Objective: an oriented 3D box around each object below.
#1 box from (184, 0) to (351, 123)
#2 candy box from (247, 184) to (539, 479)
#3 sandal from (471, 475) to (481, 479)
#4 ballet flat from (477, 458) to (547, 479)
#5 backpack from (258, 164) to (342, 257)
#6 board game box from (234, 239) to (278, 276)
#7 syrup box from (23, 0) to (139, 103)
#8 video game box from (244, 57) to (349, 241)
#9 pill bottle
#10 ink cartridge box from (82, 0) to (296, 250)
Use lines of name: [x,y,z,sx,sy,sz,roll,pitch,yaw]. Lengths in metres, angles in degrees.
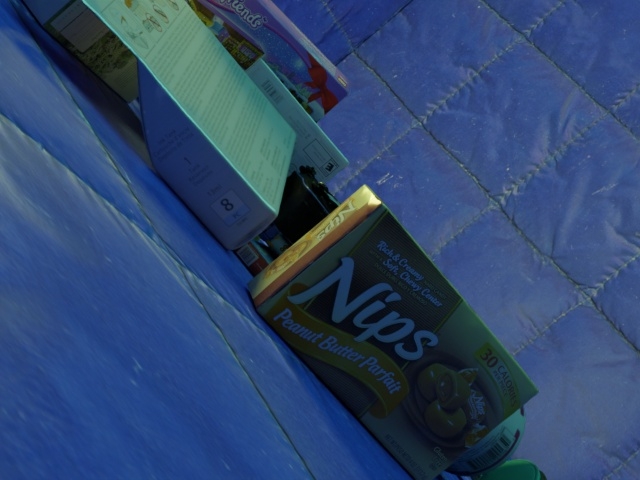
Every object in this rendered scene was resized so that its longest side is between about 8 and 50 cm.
box: [-0.125,-0.265,1.735,0.293,0.201,0.057,44,21,-15]
candy box: [0.086,0.114,1.338,0.316,0.183,0.087,49,3,-21]
sandal: [0.229,0.353,1.837,0.180,0.049,0.072,67,15,20]
ballet flat: [0.263,0.381,1.512,0.342,0.116,0.124,1,69,-85]
backpack: [0.000,0.000,1.581,0.173,0.117,0.158,48,3,-16]
board game box: [-0.038,0.068,1.576,0.145,0.027,0.281,51,3,10]
syrup box: [-0.297,-0.289,1.546,0.096,0.093,0.237,51,3,26]
video game box: [-0.093,-0.131,1.702,0.205,0.187,0.048,50,2,-10]
pill bottle: [0.155,0.195,1.556,0.283,0.160,0.160,47,4,-46]
ink cartridge box: [-0.191,-0.202,1.479,0.385,0.091,0.308,48,19,-16]
